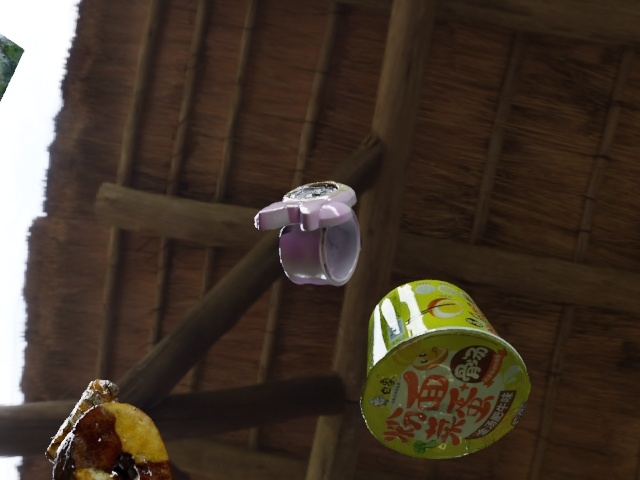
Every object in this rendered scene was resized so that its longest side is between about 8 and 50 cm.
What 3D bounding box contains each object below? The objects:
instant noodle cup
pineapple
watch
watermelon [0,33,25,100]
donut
[{"bbox_3d":[0.220,0.230,1.350,0.221,0.311,0.311,-95,-154,-61],"label":"instant noodle cup"},{"bbox_3d":[-0.352,0.278,1.067,0.137,0.069,0.116,-62,-165,-23],"label":"pineapple"},{"bbox_3d":[0.000,0.000,1.523,0.211,0.248,0.217,0,-68,28],"label":"watch"},{"bbox_3d":[-0.635,-0.200,1.123,0.214,0.289,0.320,-176,-83,-85],"label":"watermelon"},{"bbox_3d":[-0.265,0.306,0.907,0.073,0.166,0.184,-37,-108,21],"label":"donut"}]
